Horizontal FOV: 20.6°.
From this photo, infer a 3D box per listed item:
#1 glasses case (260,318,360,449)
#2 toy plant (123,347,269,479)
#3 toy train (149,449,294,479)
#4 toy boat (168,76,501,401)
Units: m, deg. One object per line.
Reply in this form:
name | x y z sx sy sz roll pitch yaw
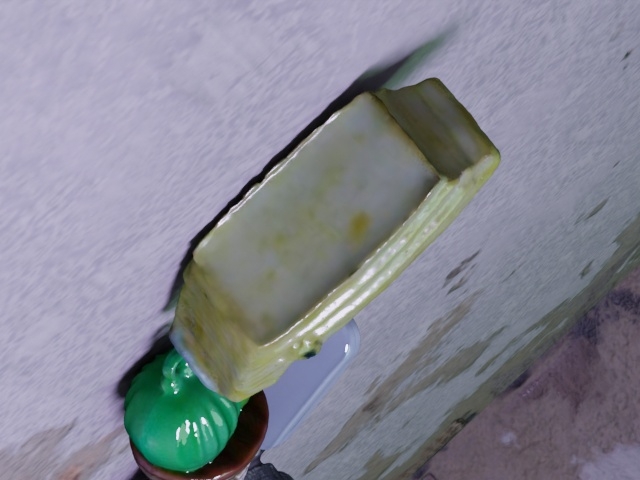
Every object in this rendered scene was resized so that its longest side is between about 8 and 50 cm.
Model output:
glasses case | -0.026 0.121 1.604 0.045 0.067 0.178 -21 154 -50
toy plant | -0.094 0.133 1.405 0.143 0.105 0.200 -44 156 -30
toy train | -0.118 0.280 1.682 0.177 0.134 0.261 -34 169 22
toy boat | -0.003 0.000 1.236 0.276 0.111 0.084 -42 161 11
